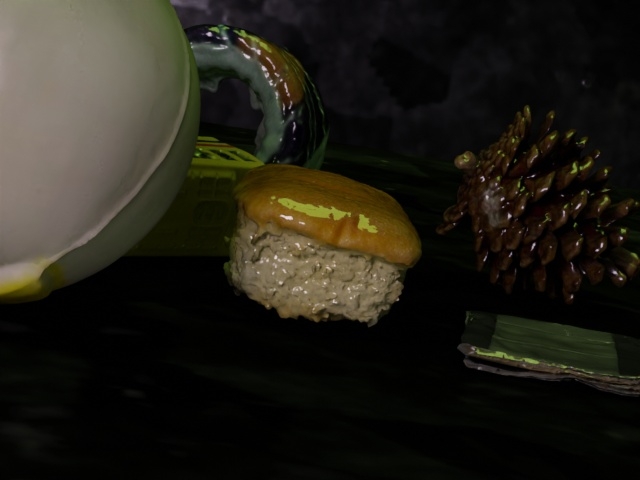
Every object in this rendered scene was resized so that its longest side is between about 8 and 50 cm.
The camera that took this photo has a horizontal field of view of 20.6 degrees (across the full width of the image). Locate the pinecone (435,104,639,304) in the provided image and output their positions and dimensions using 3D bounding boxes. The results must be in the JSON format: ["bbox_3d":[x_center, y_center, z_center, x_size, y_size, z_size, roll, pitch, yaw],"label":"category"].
[{"bbox_3d":[0.235,-0.024,1.835,0.168,0.212,0.185,-34,-10,-32],"label":"pinecone"}]

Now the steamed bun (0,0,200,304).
[{"bbox_3d":[-0.277,-0.122,1.367,0.374,0.334,0.334,28,15,21],"label":"steamed bun"}]

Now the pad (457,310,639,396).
[{"bbox_3d":[0.204,0.094,1.515,0.174,0.022,0.233,9,7,4],"label":"pad"}]

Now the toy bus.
[{"bbox_3d":[-0.196,-0.044,1.659,0.123,0.121,0.335,24,14,34],"label":"toy bus"}]

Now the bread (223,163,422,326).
[{"bbox_3d":[0.000,0.000,1.572,0.174,0.121,0.245,8,6,-1],"label":"bread"}]

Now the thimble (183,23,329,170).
[{"bbox_3d":[-0.116,-0.125,1.935,0.237,0.237,0.150,11,5,12],"label":"thimble"}]
